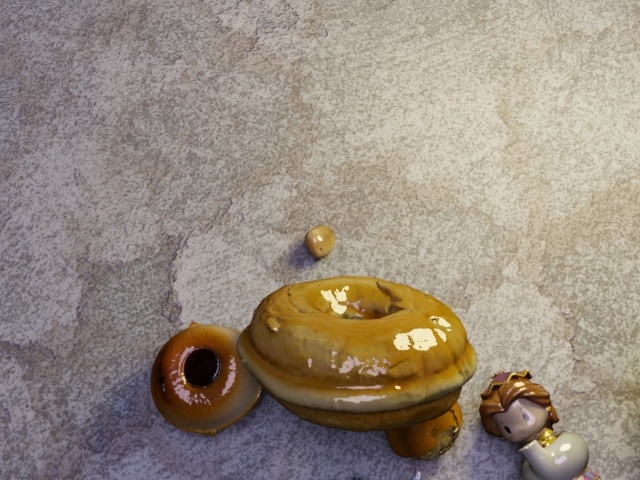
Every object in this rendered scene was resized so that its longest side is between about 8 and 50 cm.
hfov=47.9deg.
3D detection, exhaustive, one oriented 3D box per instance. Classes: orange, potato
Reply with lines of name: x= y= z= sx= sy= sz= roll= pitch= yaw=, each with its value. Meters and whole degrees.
orange: x=0.198 y=0.352 z=1.404 sx=0.157 sy=0.134 sz=0.156 roll=-3 pitch=106 yaw=-12
potato: x=0.000 y=0.000 z=1.597 sx=0.062 sy=0.068 sz=0.083 roll=11 pitch=39 yaw=47

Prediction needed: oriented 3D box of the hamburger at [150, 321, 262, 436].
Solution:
hamburger: x=-0.223 y=0.269 z=1.416 sx=0.237 sy=0.147 sz=0.237 roll=-2 pitch=66 yaw=5

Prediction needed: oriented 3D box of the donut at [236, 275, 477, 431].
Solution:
donut: x=0.063 y=0.196 z=1.326 sx=0.449 sy=0.449 sz=0.198 roll=0 pitch=105 yaw=-2

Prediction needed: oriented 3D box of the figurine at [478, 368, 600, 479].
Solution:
figurine: x=0.409 y=0.367 z=1.386 sx=0.142 sy=0.189 sz=0.263 roll=-41 pitch=69 yaw=18

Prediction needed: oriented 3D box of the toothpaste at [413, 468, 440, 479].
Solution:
toothpaste: x=0.268 y=0.498 z=1.385 sx=0.190 sy=0.031 sz=0.048 roll=19 pitch=68 yaw=11

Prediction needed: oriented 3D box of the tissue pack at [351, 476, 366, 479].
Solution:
tissue pack: x=0.146 y=0.555 z=1.329 sx=0.235 sy=0.073 sz=0.173 roll=15 pitch=65 yaw=5
